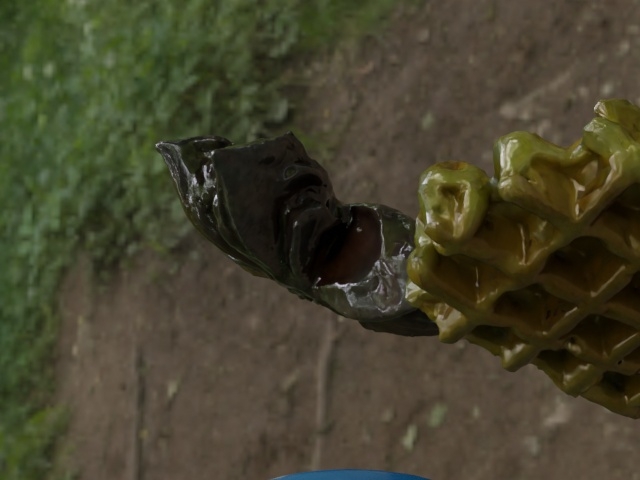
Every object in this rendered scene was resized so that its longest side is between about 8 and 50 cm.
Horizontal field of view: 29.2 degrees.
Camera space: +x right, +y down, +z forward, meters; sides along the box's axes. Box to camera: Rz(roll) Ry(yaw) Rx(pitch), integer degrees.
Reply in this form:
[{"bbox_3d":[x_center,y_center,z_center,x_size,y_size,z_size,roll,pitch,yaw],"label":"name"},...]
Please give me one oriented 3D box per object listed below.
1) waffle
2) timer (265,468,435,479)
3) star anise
[{"bbox_3d":[0.140,0.010,0.592,0.160,0.211,0.055,-48,28,43],"label":"waffle"},{"bbox_3d":[-0.010,0.259,0.398,0.115,0.309,0.340,-72,-43,-79],"label":"timer"},{"bbox_3d":[0.002,-0.003,1.029,0.108,0.315,0.315,-59,-1,-11],"label":"star anise"}]
